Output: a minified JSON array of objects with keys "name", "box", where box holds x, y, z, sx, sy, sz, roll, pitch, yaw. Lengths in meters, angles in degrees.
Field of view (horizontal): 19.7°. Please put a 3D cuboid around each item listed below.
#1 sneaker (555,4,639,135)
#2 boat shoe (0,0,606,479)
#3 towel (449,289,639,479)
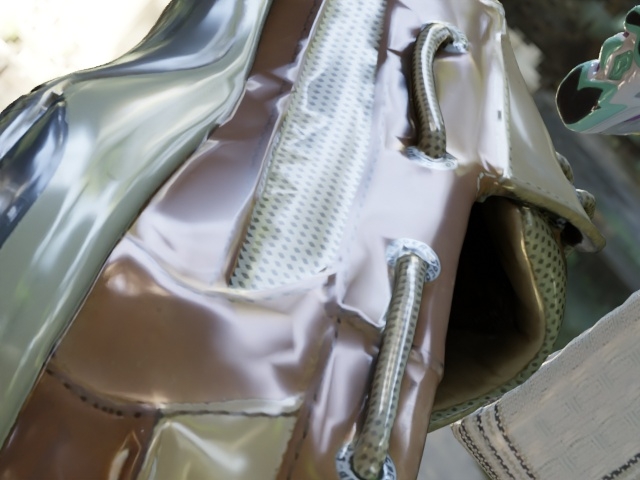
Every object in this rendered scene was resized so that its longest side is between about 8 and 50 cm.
[{"name":"sneaker","box":[0.163,-0.080,0.854,0.069,0.098,0.038,10,57,-37]},{"name":"boat shoe","box":[0.000,0.000,0.441,0.120,0.122,0.324,28,34,3]},{"name":"towel","box":[0.254,0.102,0.667,0.312,0.324,0.056,49,30,-1]}]
